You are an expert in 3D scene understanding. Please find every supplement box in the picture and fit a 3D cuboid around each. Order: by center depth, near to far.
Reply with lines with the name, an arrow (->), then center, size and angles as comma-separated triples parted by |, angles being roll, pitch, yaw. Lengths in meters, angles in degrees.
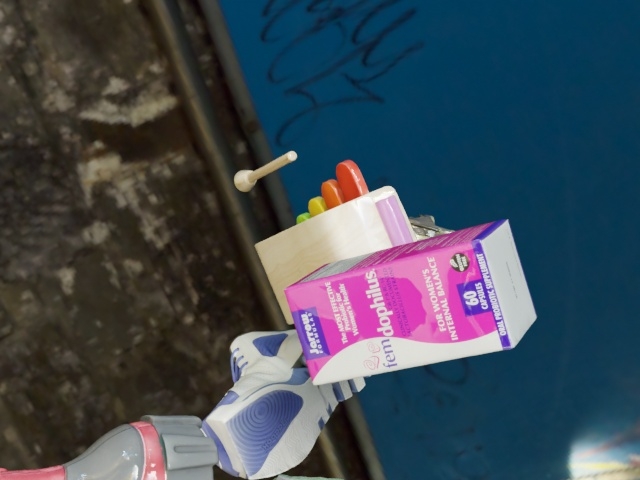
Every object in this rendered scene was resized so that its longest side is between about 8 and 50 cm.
supplement box -> 0.092, 0.064, 1.027 | 0.114, 0.220, 0.111 | -27, 101, -63

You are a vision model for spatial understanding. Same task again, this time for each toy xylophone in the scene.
toy xylophone -> 0.000, 0.000, 1.224 | 0.323, 0.081, 0.236 | -4, -72, 63

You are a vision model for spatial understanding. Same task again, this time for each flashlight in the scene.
flashlight -> -0.228, 0.181, 0.730 | 0.103, 0.304, 0.103 | -51, -137, 43

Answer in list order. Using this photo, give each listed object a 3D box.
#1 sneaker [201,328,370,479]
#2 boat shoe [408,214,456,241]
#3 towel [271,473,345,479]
sneaker -> -0.075, 0.216, 1.418 | 0.182, 0.315, 0.127 | -3, -68, 40
boat shoe -> 0.156, -0.002, 1.509 | 0.223, 0.073, 0.080 | 21, -17, 15
towel -> -0.021, 0.340, 1.387 | 0.152, 0.113, 0.023 | 59, 32, -78
